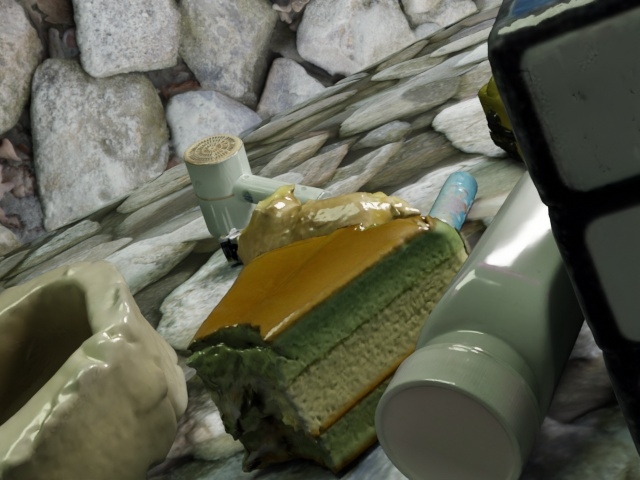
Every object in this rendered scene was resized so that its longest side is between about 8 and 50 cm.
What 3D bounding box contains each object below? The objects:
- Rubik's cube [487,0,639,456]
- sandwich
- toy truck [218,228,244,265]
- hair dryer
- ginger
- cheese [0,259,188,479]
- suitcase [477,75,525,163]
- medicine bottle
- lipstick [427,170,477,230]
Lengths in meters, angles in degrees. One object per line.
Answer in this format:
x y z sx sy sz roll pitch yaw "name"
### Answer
0.317 -0.054 0.505 0.337 0.344 0.344 -19 17 23 "Rubik's cube"
0.022 0.096 0.802 0.227 0.155 0.198 -17 21 26 "sandwich"
-0.108 0.006 1.419 0.063 0.052 0.123 -33 19 -35 "toy truck"
-0.071 -0.064 1.476 0.357 0.173 0.107 15 45 37 "hair dryer"
0.000 0.000 1.140 0.267 0.152 0.138 1 0 22 "ginger"
-0.295 0.176 0.917 0.292 0.153 0.332 14 51 46 "cheese"
0.348 -0.214 1.258 0.235 0.143 0.194 -26 17 1 "suitcase"
0.148 0.066 0.694 0.111 0.161 0.296 17 37 19 "medicine bottle"
0.172 -0.041 1.164 0.048 0.048 0.158 -17 20 28 "lipstick"
